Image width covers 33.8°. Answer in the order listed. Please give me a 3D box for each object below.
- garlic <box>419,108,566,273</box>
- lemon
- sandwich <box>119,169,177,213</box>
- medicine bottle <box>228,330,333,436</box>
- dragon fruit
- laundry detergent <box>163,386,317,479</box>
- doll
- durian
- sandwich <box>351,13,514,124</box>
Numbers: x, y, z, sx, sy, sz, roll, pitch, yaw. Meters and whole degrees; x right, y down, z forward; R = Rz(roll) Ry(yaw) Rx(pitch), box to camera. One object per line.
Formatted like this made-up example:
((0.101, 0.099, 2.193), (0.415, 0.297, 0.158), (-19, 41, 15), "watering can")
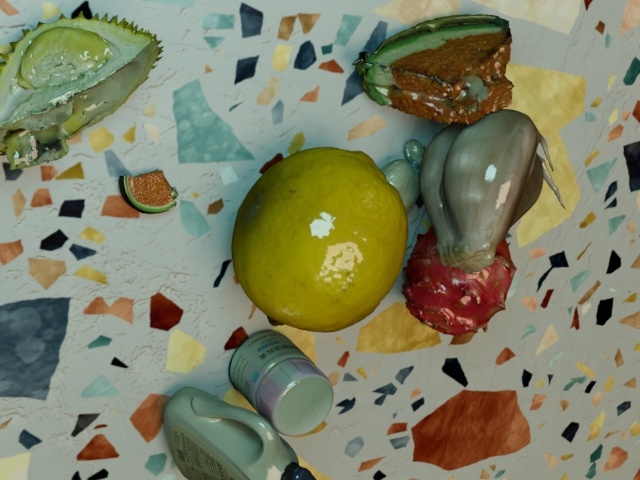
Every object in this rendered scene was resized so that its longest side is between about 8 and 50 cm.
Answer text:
((0.321, -0.125, 1.820), (0.340, 0.246, 0.231), (-30, 172, -38), "garlic")
((0.001, 0.000, 1.701), (0.297, 0.297, 0.297), (-14, 120, -26), "lemon")
((-0.268, -0.076, 1.651), (0.101, 0.026, 0.069), (-8, 113, -33), "sandwich")
((-0.069, 0.251, 1.850), (0.135, 0.168, 0.135), (-15, 121, -26), "medicine bottle")
((0.263, 0.047, 1.946), (0.210, 0.205, 0.268), (84, 30, -68), "dragon fruit")
((-0.127, 0.363, 1.792), (0.105, 0.280, 0.215), (-42, 131, -39), "laundry detergent")
((0.128, -0.079, 1.870), (0.103, 0.071, 0.214), (37, 81, -38), "doll")
((-0.361, -0.196, 1.440), (0.306, 0.166, 0.172), (-27, 128, -18), "durian")
((0.216, -0.279, 1.759), (0.292, 0.212, 0.109), (-37, 146, -33), "sandwich")
